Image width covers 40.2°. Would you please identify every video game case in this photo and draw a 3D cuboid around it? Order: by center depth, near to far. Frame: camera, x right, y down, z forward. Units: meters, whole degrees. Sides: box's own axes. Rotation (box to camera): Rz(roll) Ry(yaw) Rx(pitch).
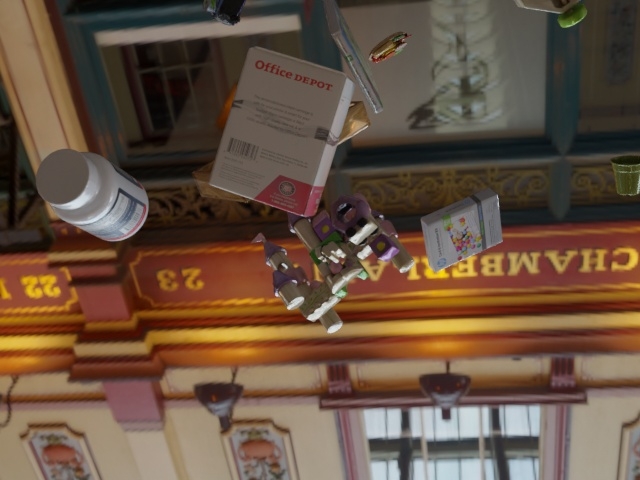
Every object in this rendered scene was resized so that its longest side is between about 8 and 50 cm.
[{"bbox_3d":[0.064,-0.379,1.755,0.023,0.193,0.212,-26,-147,12],"label":"video game case"}]

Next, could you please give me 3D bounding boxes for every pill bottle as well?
[{"bbox_3d":[-0.332,-0.069,1.272,0.108,0.180,0.107,-3,-103,11],"label":"pill bottle"}]

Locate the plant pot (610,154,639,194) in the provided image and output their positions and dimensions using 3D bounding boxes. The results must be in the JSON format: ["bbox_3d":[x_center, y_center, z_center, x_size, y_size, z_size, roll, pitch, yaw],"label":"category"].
[{"bbox_3d":[0.712,-0.148,2.020,0.083,0.079,0.083,-6,-161,2],"label":"plant pot"}]

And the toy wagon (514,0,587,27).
[{"bbox_3d":[0.496,-0.587,1.656,0.344,0.267,0.068,-37,-158,1],"label":"toy wagon"}]

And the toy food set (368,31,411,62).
[{"bbox_3d":[0.122,-0.342,1.548,0.083,0.020,0.083,-31,175,-14],"label":"toy food set"}]

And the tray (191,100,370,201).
[{"bbox_3d":[-0.092,-0.223,2.145,0.411,0.076,0.203,-35,-154,-29],"label":"tray"}]

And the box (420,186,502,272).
[{"bbox_3d":[0.330,-0.025,2.035,0.186,0.145,0.038,-23,-143,-11],"label":"box"}]

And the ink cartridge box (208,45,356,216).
[{"bbox_3d":[-0.071,-0.211,1.714,0.207,0.282,0.117,19,-173,11],"label":"ink cartridge box"}]

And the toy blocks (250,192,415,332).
[{"bbox_3d":[0.000,0.000,1.933,0.289,0.309,0.260,-40,-120,9],"label":"toy blocks"}]

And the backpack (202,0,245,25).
[{"bbox_3d":[-0.208,-0.529,1.917,0.084,0.105,0.114,22,-174,-17],"label":"backpack"}]
